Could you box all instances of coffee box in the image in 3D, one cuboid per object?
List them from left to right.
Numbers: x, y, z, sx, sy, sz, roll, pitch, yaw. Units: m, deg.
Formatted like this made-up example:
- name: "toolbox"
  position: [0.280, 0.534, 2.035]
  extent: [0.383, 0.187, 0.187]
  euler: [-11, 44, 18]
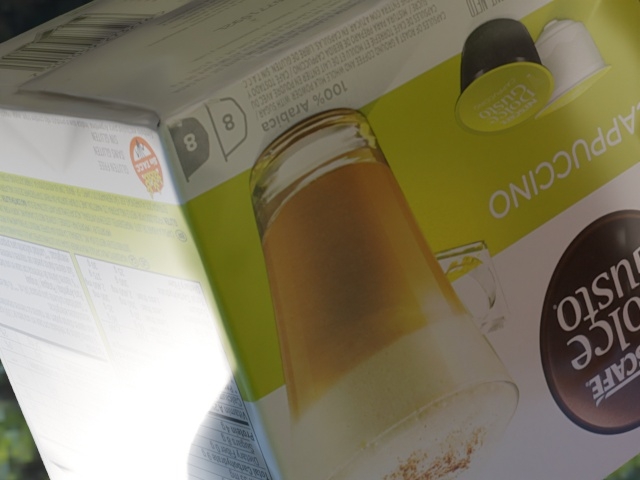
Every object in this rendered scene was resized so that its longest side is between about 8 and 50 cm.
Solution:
- name: "coffee box"
  position: [0.000, 0.000, 1.220]
  extent: [0.337, 0.334, 0.338]
  euler: [-30, -158, -29]
